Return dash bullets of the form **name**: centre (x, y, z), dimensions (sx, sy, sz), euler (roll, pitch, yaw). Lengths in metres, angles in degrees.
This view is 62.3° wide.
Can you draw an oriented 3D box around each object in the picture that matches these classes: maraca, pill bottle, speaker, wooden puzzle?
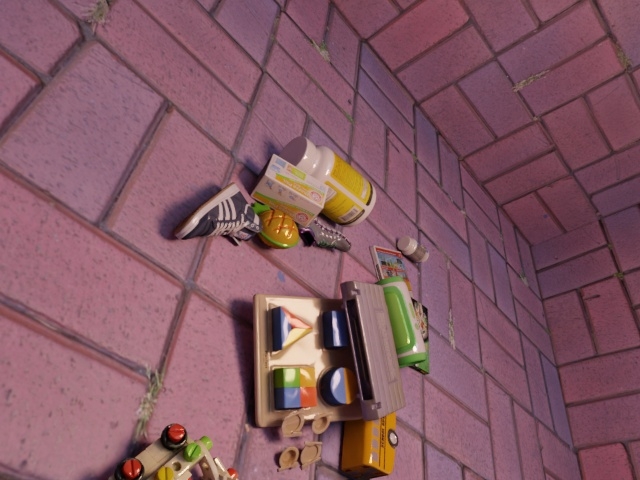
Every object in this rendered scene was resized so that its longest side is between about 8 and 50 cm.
- **maraca**: centre (-0.140, -0.045, 1.528), dimensions (0.186, 0.099, 0.127), euler (42, 32, 14)
- **pill bottle**: centre (0.018, -0.197, 1.767), dimensions (0.334, 0.188, 0.188), euler (34, 42, -37)
- **pill bottle**: centre (0.386, 0.037, 2.211), dimensions (0.137, 0.078, 0.078), euler (32, 43, -39)
- **speaker**: centre (0.270, 0.280, 1.828), dimensions (0.131, 0.131, 0.296), euler (13, 57, -50)
- **wooden puzzle**: centre (-0.014, 0.300, 1.361), dimensions (0.348, 0.080, 0.322), euler (10, 68, -37)

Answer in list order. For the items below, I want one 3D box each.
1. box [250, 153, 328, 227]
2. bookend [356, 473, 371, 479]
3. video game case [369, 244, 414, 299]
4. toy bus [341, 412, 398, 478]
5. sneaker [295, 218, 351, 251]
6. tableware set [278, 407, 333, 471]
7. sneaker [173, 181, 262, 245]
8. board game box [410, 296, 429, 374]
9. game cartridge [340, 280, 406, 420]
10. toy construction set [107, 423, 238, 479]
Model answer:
- **box**: centre (-0.091, -0.149, 1.606), dimensions (0.203, 0.103, 0.114), euler (29, 42, -15)
- **bookend**: centre (0.138, 0.719, 1.360), dimensions (0.157, 0.156, 0.072), euler (25, 23, 24)
- **video game case**: centre (0.287, 0.165, 2.030), dimensions (0.204, 0.025, 0.285), euler (13, 57, -50)
- **toy bus**: centre (0.142, 0.499, 1.512), dimensions (0.130, 0.108, 0.332), euler (38, 40, -29)
- **sneaker**: centre (0.000, 0.000, 1.716), dimensions (0.224, 0.083, 0.098), euler (31, 53, -23)
- **tableware set**: centre (-0.041, 0.481, 1.279), dimensions (0.141, 0.020, 0.168), euler (5, 98, -39)
- **sneaker**: centre (-0.249, -0.038, 1.363), dimensions (0.153, 0.099, 0.282), euler (53, 31, -11)
- **board game box**: centre (0.358, 0.350, 1.961), dimensions (0.136, 0.030, 0.259), euler (37, 47, -40)
- **game cartridge**: centre (0.144, 0.293, 1.449), dimensions (0.230, 0.068, 0.355), euler (23, 55, -65)
- **toy construction set**: centre (-0.260, 0.463, 0.937), dimensions (0.215, 0.151, 0.328), euler (42, 22, 14)
